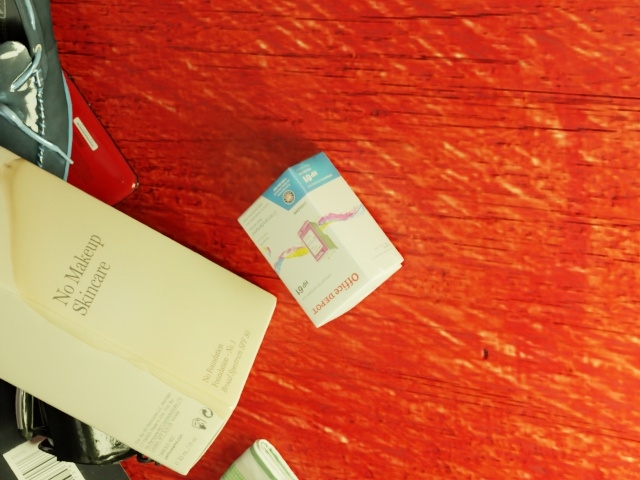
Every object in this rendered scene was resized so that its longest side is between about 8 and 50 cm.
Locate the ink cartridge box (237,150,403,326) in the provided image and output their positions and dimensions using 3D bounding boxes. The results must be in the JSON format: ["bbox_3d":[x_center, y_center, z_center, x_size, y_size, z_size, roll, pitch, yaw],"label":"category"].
[{"bbox_3d":[0.000,0.000,1.568,0.122,0.052,0.088,52,132,7],"label":"ink cartridge box"}]

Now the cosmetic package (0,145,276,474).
[{"bbox_3d":[-0.212,0.058,1.616,0.309,0.160,0.113,29,130,-8],"label":"cosmetic package"}]

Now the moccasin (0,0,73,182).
[{"bbox_3d":[-0.313,-0.175,1.659,0.137,0.117,0.342,-5,101,15],"label":"moccasin"}]

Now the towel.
[{"bbox_3d":[-0.058,0.271,1.762,0.113,0.023,0.152,52,135,12],"label":"towel"}]

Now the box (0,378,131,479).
[{"bbox_3d":[-0.353,0.316,1.915,0.343,0.179,0.312,56,134,6],"label":"box"}]

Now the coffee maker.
[{"bbox_3d":[-0.217,0.117,1.764,0.171,0.120,0.178,-3,108,28],"label":"coffee maker"}]

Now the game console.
[{"bbox_3d":[-0.249,-0.078,1.765,0.124,0.085,0.144,-36,85,12],"label":"game console"}]
